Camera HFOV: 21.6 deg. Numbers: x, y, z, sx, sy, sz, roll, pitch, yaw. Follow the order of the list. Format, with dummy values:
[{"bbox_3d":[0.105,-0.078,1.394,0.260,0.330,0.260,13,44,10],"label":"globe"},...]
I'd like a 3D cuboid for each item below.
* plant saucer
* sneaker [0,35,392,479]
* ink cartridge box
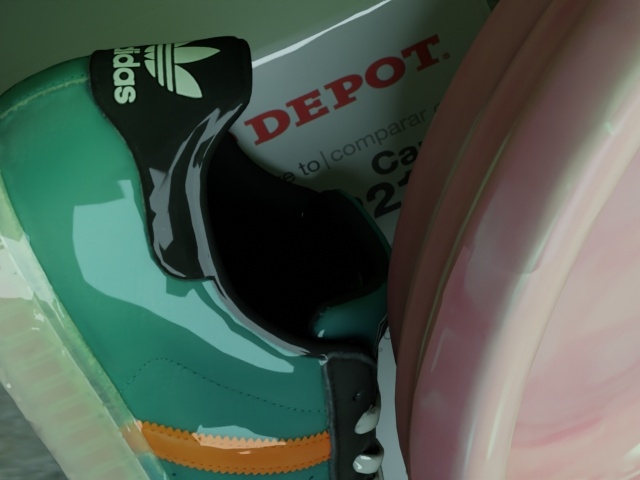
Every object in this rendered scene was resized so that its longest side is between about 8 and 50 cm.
[{"bbox_3d":[0.139,-0.021,0.570,0.332,0.084,0.332,-31,141,-29],"label":"plant saucer"},{"bbox_3d":[-0.015,0.060,0.586,0.121,0.108,0.302,-22,128,10],"label":"sneaker"},{"bbox_3d":[0.000,0.000,0.688,0.197,0.114,0.273,-24,129,5],"label":"ink cartridge box"}]
